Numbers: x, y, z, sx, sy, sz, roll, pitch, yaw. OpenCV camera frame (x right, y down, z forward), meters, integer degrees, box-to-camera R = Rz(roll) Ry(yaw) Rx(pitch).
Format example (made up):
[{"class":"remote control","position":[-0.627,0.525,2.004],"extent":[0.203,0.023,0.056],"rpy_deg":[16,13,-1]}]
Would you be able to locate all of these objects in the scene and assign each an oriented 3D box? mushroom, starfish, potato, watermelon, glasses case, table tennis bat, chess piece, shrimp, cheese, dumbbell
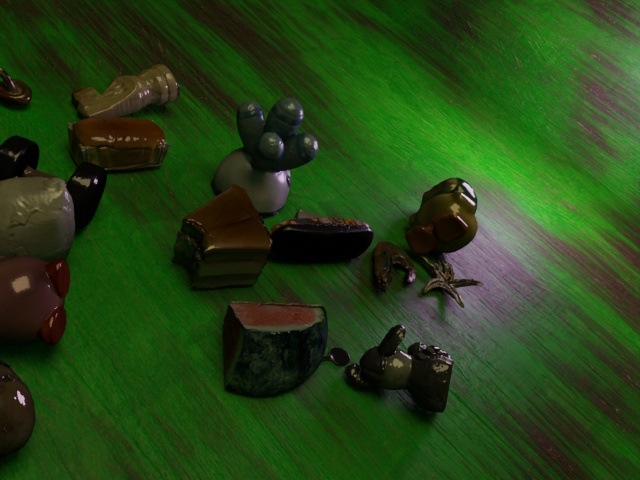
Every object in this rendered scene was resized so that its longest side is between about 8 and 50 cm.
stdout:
[{"class":"mushroom","position":[-0.839,-0.415,1.589],"extent":[0.129,0.073,0.088],"rpy_deg":[50,45,-29]},{"class":"starfish","position":[0.364,0.121,1.753],"extent":[0.176,0.053,0.208],"rpy_deg":[-15,43,-30]},{"class":"potato","position":[-0.582,0.251,0.949],"extent":[0.262,0.165,0.165],"rpy_deg":[30,38,-8]},{"class":"watermelon","position":[-0.099,0.198,1.316],"extent":[0.226,0.148,0.318],"rpy_deg":[35,37,22]},{"class":"glasses case","position":[0.000,0.000,1.607],"extent":[0.321,0.122,0.082],"rpy_deg":[0,48,-32]},{"class":"table tennis bat","position":[0.033,0.277,1.410],"extent":[0.083,0.007,0.050],"rpy_deg":[0,46,-34]},{"class":"chess piece","position":[-0.578,-0.426,1.752],"extent":[0.137,0.137,0.301],"rpy_deg":[44,51,18]},{"class":"shrimp","position":[0.212,0.084,1.703],"extent":[0.144,0.052,0.251],"rpy_deg":[28,37,-5]},{"class":"cheese","position":[-0.613,-0.041,1.223],"extent":[0.189,0.198,0.154],"rpy_deg":[-10,44,-32]},{"class":"dumbbell","position":[-0.618,-0.133,1.350],"extent":[0.218,0.152,0.152],"rpy_deg":[21,39,-10]}]

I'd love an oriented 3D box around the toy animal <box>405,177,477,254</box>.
[{"class":"toy animal","position":[0.404,-0.068,1.889],"extent":[0.191,0.216,0.338],"rpy_deg":[52,32,-14]}]

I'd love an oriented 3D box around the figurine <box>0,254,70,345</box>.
[{"class":"figurine","position":[-0.564,0.110,1.104],"extent":[0.173,0.173,0.173],"rpy_deg":[17,39,-15]}]

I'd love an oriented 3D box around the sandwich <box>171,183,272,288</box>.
[{"class":"sandwich","position":[-0.258,-0.015,1.437],"extent":[0.198,0.155,0.227],"rpy_deg":[-2,47,-34]}]

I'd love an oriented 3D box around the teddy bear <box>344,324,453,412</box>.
[{"class":"teddy bear","position":[0.200,0.285,1.386],"extent":[0.251,0.171,0.144],"rpy_deg":[25,18,4]}]

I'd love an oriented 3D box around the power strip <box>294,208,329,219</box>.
[{"class":"power strip","position":[-0.001,-0.033,1.710],"extent":[0.175,0.042,0.075],"rpy_deg":[18,39,-16]}]

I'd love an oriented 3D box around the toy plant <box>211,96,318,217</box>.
[{"class":"toy plant","position":[-0.143,-0.253,1.638],"extent":[0.247,0.332,0.247],"rpy_deg":[19,38,-15]}]

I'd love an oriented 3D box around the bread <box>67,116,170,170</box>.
[{"class":"bread","position":[-0.538,-0.263,1.586],"extent":[0.241,0.107,0.136],"rpy_deg":[-9,49,-39]}]
